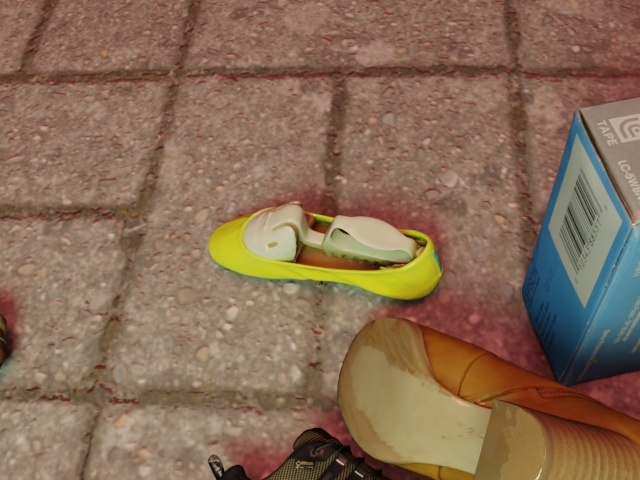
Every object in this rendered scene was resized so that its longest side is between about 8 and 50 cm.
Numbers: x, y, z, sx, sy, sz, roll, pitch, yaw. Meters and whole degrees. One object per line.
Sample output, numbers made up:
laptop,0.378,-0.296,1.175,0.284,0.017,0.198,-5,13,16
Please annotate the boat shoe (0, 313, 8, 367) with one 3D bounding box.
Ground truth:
boat shoe,-0.370,0.116,0.629,0.178,0.064,0.060,-18,56,-9

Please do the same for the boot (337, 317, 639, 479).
boot,0.153,0.148,0.525,0.211,0.295,0.104,23,86,-23

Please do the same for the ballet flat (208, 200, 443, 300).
ballet flat,0.000,0.000,0.656,0.231,0.077,0.077,11,60,13

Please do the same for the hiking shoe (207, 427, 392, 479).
hiking shoe,0.022,0.191,0.528,0.226,0.086,0.114,-7,57,0

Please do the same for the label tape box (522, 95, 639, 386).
label tape box,0.345,-0.011,0.533,0.333,0.241,0.106,-11,55,-2
